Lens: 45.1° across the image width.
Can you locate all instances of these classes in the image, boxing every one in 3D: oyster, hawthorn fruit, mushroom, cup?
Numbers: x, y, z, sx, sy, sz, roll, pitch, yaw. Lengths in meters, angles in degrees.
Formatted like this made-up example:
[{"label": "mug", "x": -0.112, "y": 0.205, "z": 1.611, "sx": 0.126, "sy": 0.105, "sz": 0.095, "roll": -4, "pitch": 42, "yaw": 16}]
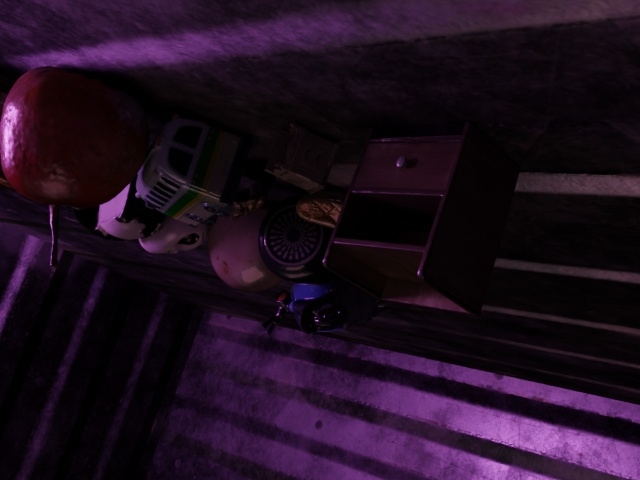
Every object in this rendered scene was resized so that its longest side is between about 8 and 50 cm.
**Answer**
[{"label": "oyster", "x": -0.132, "y": -0.082, "z": 1.436, "sx": 0.056, "sy": 0.105, "sz": 0.177, "roll": 54, "pitch": 155, "yaw": -15}, {"label": "hawthorn fruit", "x": -0.414, "y": -0.160, "z": 1.242, "sx": 0.235, "sy": 0.263, "sz": 0.231, "roll": 42, "pitch": 163, "yaw": 42}, {"label": "mushroom", "x": -0.140, "y": 0.007, "z": 1.699, "sx": 0.204, "sy": 0.204, "sz": 0.204, "roll": 17, "pitch": 167, "yaw": 4}, {"label": "cup", "x": 0.000, "y": 0.000, "z": 1.520, "sx": 0.223, "sy": 0.169, "sz": 0.176, "roll": -18, "pitch": 161, "yaw": 12}]

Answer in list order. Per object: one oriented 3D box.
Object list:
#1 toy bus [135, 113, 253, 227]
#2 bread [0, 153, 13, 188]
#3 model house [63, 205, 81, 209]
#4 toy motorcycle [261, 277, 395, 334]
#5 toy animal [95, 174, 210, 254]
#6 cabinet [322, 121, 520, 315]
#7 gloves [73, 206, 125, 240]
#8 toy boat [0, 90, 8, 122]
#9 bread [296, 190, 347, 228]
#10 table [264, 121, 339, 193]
[{"label": "toy bus", "x": -0.232, "y": -0.118, "z": 1.358, "sx": 0.165, "sy": 0.133, "sz": 0.276, "roll": 22, "pitch": 165, "yaw": -18}, {"label": "bread", "x": -0.846, "y": -0.222, "z": 1.841, "sx": 0.344, "sy": 0.084, "sz": 0.124, "roll": 27, "pitch": -179, "yaw": -24}, {"label": "model house", "x": -0.518, "y": -0.124, "z": 1.777, "sx": 0.149, "sy": 0.119, "sz": 0.148, "roll": 9, "pitch": 166, "yaw": 6}, {"label": "toy motorcycle", "x": 0.036, "y": 0.120, "z": 1.678, "sx": 0.212, "sy": 0.125, "sz": 0.358, "roll": -4, "pitch": -167, "yaw": 38}, {"label": "toy animal", "x": -0.351, "y": -0.060, "z": 1.676, "sx": 0.235, "sy": 0.165, "sz": 0.187, "roll": 28, "pitch": 153, "yaw": -32}, {"label": "cabinet", "x": 0.135, "y": -0.034, "z": 1.041, "sx": 0.175, "sy": 0.215, "sz": 0.148, "roll": 6, "pitch": 161, "yaw": 45}, {"label": "gloves", "x": -0.563, "y": -0.064, "z": 2.072, "sx": 0.164, "sy": 0.124, "sz": 0.203, "roll": 45, "pitch": -164, "yaw": 7}, {"label": "toy boat", "x": -0.703, "y": -0.264, "z": 1.390, "sx": 0.269, "sy": 0.141, "sz": 0.141, "roll": 30, "pitch": 162, "yaw": -35}, {"label": "bread", "x": 0.063, "y": -0.050, "z": 1.414, "sx": 0.214, "sy": 0.053, "sz": 0.073, "roll": 15, "pitch": 124, "yaw": -3}, {"label": "table", "x": -0.029, "y": -0.126, "z": 1.172, "sx": 0.083, "sy": 0.079, "sz": 0.062, "roll": 24, "pitch": 167, "yaw": -18}]
